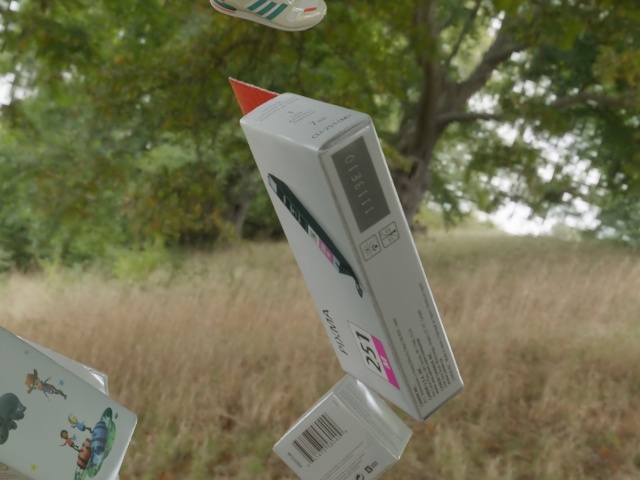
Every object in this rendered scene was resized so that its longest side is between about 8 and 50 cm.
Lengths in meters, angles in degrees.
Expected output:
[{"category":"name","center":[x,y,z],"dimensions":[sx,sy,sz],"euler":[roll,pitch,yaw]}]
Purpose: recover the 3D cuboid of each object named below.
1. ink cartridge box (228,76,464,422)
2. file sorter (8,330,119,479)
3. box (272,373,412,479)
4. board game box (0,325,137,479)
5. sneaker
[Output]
[{"category":"ink cartridge box","center":[0.000,0.000,0.881],"dimensions":[0.239,0.060,0.275],"euler":[26,-37,54]},{"category":"file sorter","center":[-0.419,0.257,1.318],"dimensions":[0.173,0.192,0.278],"euler":[-21,-28,15]},{"category":"box","center":[0.025,0.216,1.080],"dimensions":[0.102,0.101,0.087],"euler":[46,18,3]},{"category":"board game box","center":[-0.332,0.117,0.780],"dimensions":[0.224,0.097,0.303],"euler":[-16,-45,39]},{"category":"sneaker","center":[-0.068,-0.329,1.334],"dimensions":[0.161,0.057,0.075],"euler":[11,-25,-4]}]
